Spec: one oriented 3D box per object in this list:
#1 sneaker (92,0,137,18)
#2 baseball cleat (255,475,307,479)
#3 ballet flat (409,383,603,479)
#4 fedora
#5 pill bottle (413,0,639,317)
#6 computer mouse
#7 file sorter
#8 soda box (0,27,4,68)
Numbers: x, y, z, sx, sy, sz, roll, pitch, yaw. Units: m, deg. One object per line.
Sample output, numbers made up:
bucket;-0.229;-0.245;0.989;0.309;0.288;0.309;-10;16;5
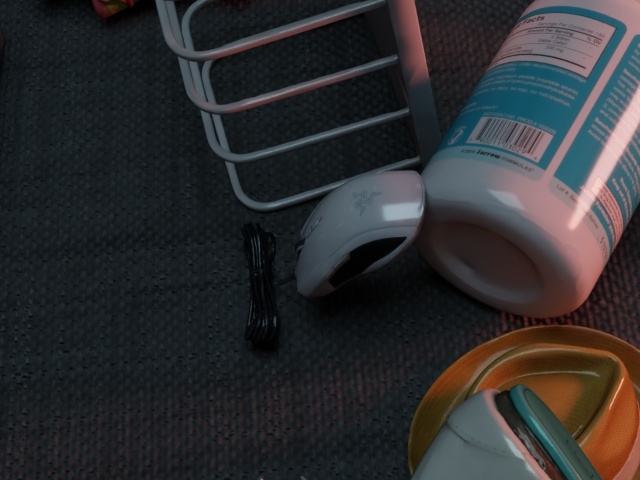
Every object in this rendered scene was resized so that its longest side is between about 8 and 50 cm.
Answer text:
sneaker;-0.161;-0.235;1.266;0.208;0.081;0.094;12;89;7
baseball cleat;0.030;0.222;0.915;0.206;0.109;0.072;31;77;28
ballet flat;0.189;0.268;0.848;0.139;0.139;0.400;-35;74;-14
fedora;0.152;0.124;0.979;0.194;0.079;0.194;-3;57;5
pill bottle;0.182;-0.084;1.069;0.146;0.146;0.264;24;64;21
computer mouse;0.000;0.000;1.037;0.042;0.193;0.106;24;51;-30
file sorter;-0.028;-0.177;1.086;0.173;0.278;0.193;-18;57;1
soda box;-0.322;-0.084;1.169;0.091;0.098;0.286;-4;57;4
